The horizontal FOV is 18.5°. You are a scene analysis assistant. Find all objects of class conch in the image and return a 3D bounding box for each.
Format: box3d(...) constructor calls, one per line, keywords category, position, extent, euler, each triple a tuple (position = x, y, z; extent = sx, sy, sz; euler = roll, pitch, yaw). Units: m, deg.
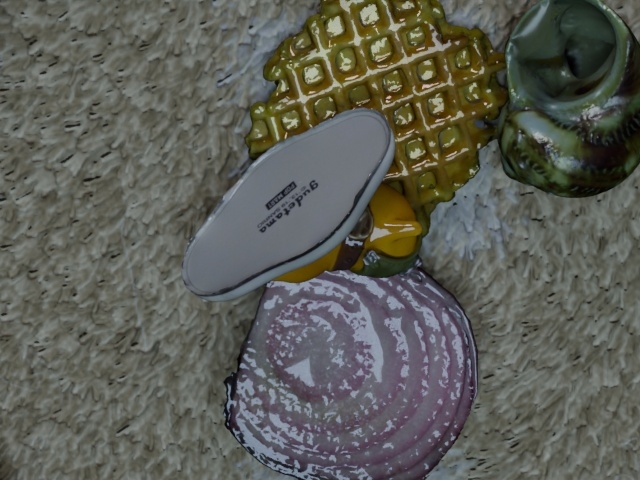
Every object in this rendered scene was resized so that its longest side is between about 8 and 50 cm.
box3d(category="conch", position=(0.242, -0.134, 1.930), extent=(0.181, 0.124, 0.187), euler=(-36, 85, 8))

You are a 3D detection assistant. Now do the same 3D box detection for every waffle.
box3d(category="waffle", position=(0.059, -0.129, 1.965), extent=(0.245, 0.052, 0.254), euler=(26, 106, -12))

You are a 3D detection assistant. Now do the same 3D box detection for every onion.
box3d(category="onion", position=(0.031, 0.131, 2.017), extent=(0.247, 0.111, 0.250), euler=(23, 85, -10))

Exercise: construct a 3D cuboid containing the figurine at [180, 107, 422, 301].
box3d(category="figurine", position=(0.000, 0.000, 1.921), extent=(0.250, 0.167, 0.141), euler=(-33, 130, 12))
